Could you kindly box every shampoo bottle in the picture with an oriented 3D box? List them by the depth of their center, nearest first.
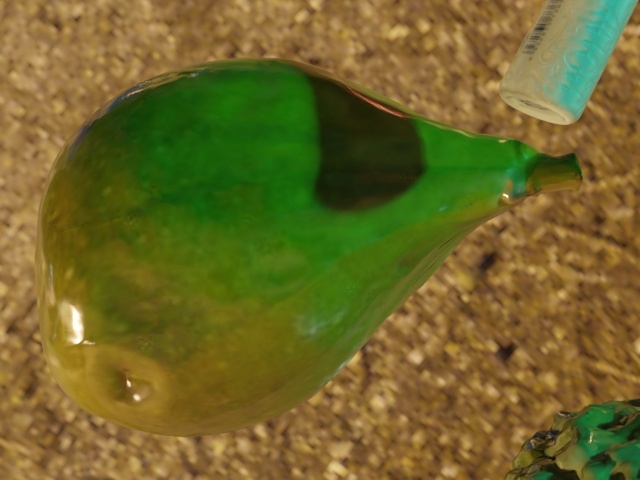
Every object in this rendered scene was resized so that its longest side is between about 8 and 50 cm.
[{"bbox_3d":[0.153,-0.151,0.901,0.190,0.041,0.069,-63,9,-1],"label":"shampoo bottle"}]

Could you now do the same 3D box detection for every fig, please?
[{"bbox_3d":[-0.013,0.007,1.071,0.314,0.233,0.233,2,56,-1],"label":"fig"}]

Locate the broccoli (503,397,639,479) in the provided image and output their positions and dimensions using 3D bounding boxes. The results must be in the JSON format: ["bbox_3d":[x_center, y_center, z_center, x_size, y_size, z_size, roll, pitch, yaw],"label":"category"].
[{"bbox_3d":[0.151,0.174,0.534,0.186,0.302,0.254,-50,37,1],"label":"broccoli"}]
